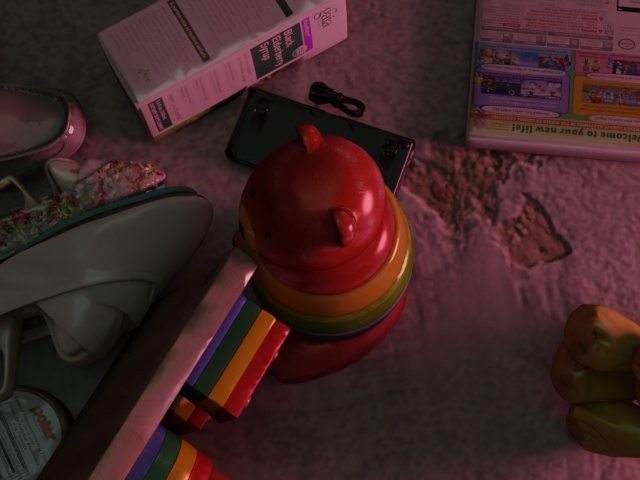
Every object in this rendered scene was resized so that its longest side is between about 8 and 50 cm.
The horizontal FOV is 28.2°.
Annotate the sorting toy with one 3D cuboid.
[{"bbox_3d":[-0.140,0.157,1.077,0.089,0.257,0.255,36,66,-11],"label":"sorting toy"}]

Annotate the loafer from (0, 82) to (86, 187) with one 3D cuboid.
[{"bbox_3d":[-0.395,-0.104,1.252,0.319,0.111,0.112,-9,72,0],"label":"loafer"}]

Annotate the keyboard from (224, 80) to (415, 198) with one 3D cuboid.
[{"bbox_3d":[0.004,-0.104,1.282,0.180,0.023,0.108,19,80,8],"label":"keyboard"}]

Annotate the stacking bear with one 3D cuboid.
[{"bbox_3d":[0.000,0.000,1.106,0.164,0.289,0.175,-14,72,-2],"label":"stacking bear"}]

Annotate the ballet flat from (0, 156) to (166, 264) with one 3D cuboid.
[{"bbox_3d":[-0.270,-0.035,1.231,0.241,0.091,0.077,-26,101,-7],"label":"ballet flat"}]

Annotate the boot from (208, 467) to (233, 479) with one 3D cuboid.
[{"bbox_3d":[-0.119,0.279,1.144,0.084,0.059,0.158,20,73,4],"label":"boot"}]

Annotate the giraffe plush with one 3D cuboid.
[{"bbox_3d":[0.334,0.108,1.137,0.210,0.181,0.170,30,54,22],"label":"giraffe plush"}]

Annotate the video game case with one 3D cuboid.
[{"bbox_3d":[0.259,-0.177,1.293,0.212,0.023,0.193,5,72,4],"label":"video game case"}]

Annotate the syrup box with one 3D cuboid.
[{"bbox_3d":[-0.094,-0.207,1.281,0.237,0.093,0.096,-29,73,-7],"label":"syrup box"}]

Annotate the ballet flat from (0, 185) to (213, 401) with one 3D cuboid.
[{"bbox_3d":[-0.273,0.076,1.177,0.400,0.139,0.139,-20,72,3],"label":"ballet flat"}]

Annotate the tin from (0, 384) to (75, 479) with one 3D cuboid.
[{"bbox_3d":[-0.319,0.208,1.188,0.189,0.040,0.106,-28,77,-7],"label":"tin"}]
